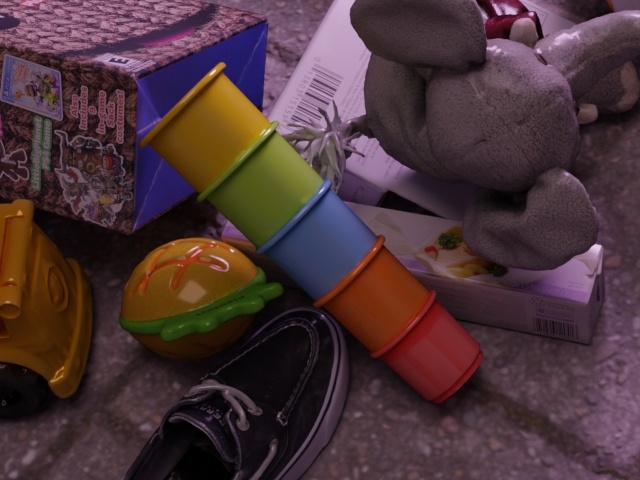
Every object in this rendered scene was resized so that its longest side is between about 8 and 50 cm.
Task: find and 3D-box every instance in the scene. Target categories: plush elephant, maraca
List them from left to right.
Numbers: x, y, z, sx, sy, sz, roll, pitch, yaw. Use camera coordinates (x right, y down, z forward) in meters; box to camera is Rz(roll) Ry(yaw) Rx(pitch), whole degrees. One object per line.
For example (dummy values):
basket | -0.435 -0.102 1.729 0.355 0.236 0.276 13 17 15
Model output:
maraca | -0.100 0.050 1.229 0.127 0.099 0.186 -26 14 -18
plush elephant | 0.144 -0.127 1.184 0.330 0.272 0.255 -37 24 -15

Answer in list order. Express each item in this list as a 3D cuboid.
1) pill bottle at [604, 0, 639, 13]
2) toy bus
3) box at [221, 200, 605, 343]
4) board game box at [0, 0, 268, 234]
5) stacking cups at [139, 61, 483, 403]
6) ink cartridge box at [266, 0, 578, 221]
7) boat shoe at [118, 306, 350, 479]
pill bottle | 0.302 -0.294 1.367 0.152 0.152 0.272 -15 32 0
toy bus | -0.324 0.043 1.239 0.220 0.211 0.149 -7 54 9
box | 0.078 0.018 1.263 0.324 0.067 0.063 10 56 20
board game box | -0.229 -0.139 1.335 0.291 0.141 0.232 15 26 21
stacking cups | 0.000 0.000 1.191 0.316 0.096 0.096 44 67 -9
ink cartridge box | 0.102 -0.138 1.381 0.239 0.060 0.275 27 61 0
boat shoe | -0.080 0.158 1.168 0.108 0.102 0.301 26 63 27
